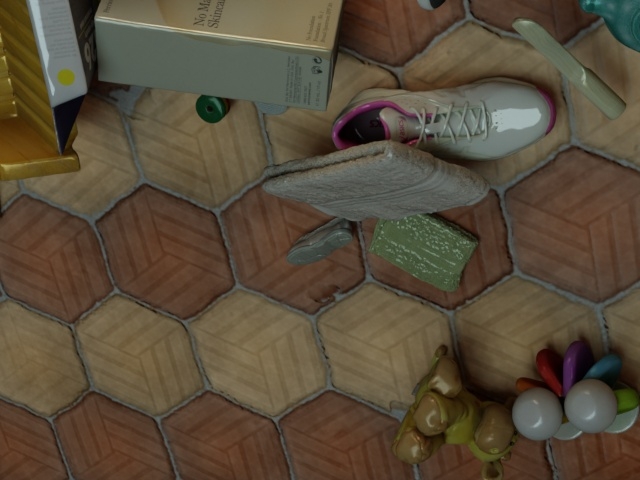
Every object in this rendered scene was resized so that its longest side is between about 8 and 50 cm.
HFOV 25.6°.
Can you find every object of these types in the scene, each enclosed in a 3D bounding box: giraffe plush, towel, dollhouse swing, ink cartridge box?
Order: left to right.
[{"bbox_3d":[-0.559,-0.258,2.008,0.315,0.305,0.347,39,141,51],"label":"dollhouse swing"},{"bbox_3d":[-0.326,-0.318,1.893,0.072,0.304,0.307,-7,119,5],"label":"ink cartridge box"},{"bbox_3d":[0.068,-0.076,1.918,0.187,0.049,0.282,17,163,-37],"label":"towel"},{"bbox_3d":[0.148,0.004,2.046,0.148,0.027,0.110,27,125,8],"label":"towel"},{"bbox_3d":[0.217,0.272,2.085,0.170,0.210,0.181,26,102,1],"label":"giraffe plush"}]

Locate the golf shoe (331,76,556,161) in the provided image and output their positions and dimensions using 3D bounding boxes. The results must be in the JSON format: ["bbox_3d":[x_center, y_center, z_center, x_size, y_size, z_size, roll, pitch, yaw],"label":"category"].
[{"bbox_3d":[0.157,-0.150,1.874,0.306,0.140,0.115,-4,101,25],"label":"golf shoe"}]

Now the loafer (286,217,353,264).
[{"bbox_3d":[0.000,0.000,2.108,0.125,0.039,0.045,-25,139,36],"label":"loafer"}]

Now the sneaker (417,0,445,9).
[{"bbox_3d":[0.219,-0.394,1.727,0.146,0.104,0.296,28,122,12],"label":"sneaker"}]

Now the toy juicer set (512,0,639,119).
[{"bbox_3d":[0.427,-0.255,1.739,0.329,0.089,0.209,-17,124,22],"label":"toy juicer set"}]

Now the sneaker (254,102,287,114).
[{"bbox_3d":[-0.076,-0.240,1.992,0.051,0.070,0.134,-5,146,17],"label":"sneaker"}]

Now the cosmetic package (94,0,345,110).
[{"bbox_3d":[-0.129,-0.280,1.864,0.309,0.160,0.113,8,138,1],"label":"cosmetic package"}]

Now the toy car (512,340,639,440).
[{"bbox_3d":[0.364,0.214,2.021,0.182,0.159,0.136,-13,76,30],"label":"toy car"}]

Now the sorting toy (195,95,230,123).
[{"bbox_3d":[-0.211,-0.301,2.010,0.132,0.046,0.275,2,120,23],"label":"sorting toy"}]
